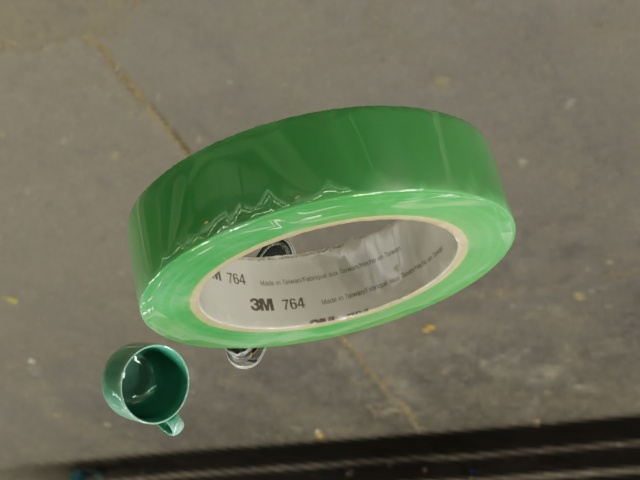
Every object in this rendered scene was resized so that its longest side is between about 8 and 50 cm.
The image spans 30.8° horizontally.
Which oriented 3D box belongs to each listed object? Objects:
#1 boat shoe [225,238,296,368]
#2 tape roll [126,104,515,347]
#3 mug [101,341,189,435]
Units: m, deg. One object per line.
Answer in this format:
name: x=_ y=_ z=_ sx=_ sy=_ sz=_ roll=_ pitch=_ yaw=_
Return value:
boat shoe: x=-0.075 y=0.073 z=1.488 sx=0.065 sy=0.183 sz=0.083 roll=15 pitch=164 yaw=6
tape roll: x=0.000 y=0.000 z=0.985 sx=0.321 sy=0.077 sz=0.321 roll=-12 pitch=158 yaw=-5
mug: x=-0.295 y=0.245 z=1.914 sx=0.129 sy=0.158 sz=0.097 roll=0 pitch=-179 yaw=-37
